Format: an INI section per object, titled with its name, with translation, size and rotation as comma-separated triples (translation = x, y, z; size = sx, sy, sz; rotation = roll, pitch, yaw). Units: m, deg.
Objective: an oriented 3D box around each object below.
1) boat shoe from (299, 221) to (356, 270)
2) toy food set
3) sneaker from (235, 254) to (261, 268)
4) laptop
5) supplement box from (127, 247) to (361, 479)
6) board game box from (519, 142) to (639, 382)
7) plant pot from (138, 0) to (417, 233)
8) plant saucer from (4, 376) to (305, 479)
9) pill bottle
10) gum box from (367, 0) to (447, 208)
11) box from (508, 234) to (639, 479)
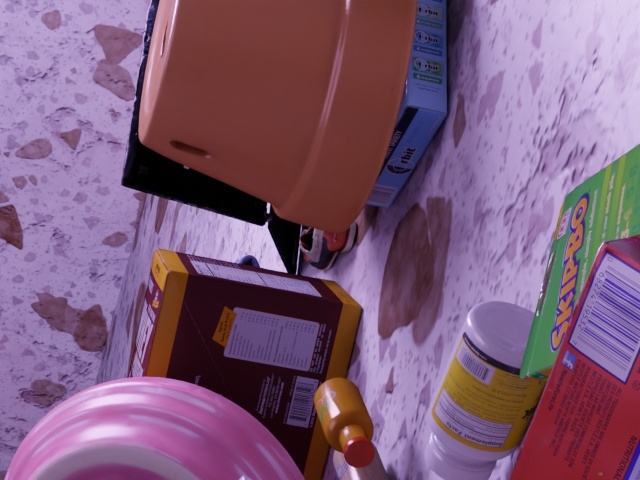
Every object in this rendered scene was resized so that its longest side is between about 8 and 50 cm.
[boat shoe]
translation = 0.000, 0.000, 1.582
size = 0.137, 0.043, 0.049
rotation = 145, 133, -73
[toy food set]
translation = -0.011, 0.240, 1.238
size = 0.232, 0.111, 0.104
rotation = -53, 19, 11
[sneaker]
translation = -0.090, 0.086, 1.837
size = 0.209, 0.069, 0.082
rotation = -105, 33, -63
[laptop]
translation = -0.106, -0.110, 1.698
size = 0.136, 0.264, 0.234
rotation = -36, 44, 56
[supplement box]
translation = -0.085, 0.126, 1.496
size = 0.129, 0.194, 0.191
rotation = -139, 62, -76
[board game box]
translation = 0.172, 0.005, 0.806
size = 0.259, 0.039, 0.124
rotation = 140, 148, -72
[plant pot]
translation = -0.051, -0.165, 1.401
size = 0.291, 0.204, 0.290
rotation = -170, 90, -78
[plant saucer]
translation = -0.161, 0.295, 1.387
size = 0.084, 0.332, 0.332
rotation = -25, -49, -69
[pill bottle]
translation = 0.108, 0.103, 0.984
size = 0.065, 0.065, 0.116
rotation = -99, 24, -56
[gum box]
translation = 0.073, -0.149, 1.400
size = 0.157, 0.041, 0.184
rotation = 119, 158, -54
[box]
translation = 0.146, 0.133, 0.576
size = 0.128, 0.123, 0.256
rotation = 36, 119, 38
